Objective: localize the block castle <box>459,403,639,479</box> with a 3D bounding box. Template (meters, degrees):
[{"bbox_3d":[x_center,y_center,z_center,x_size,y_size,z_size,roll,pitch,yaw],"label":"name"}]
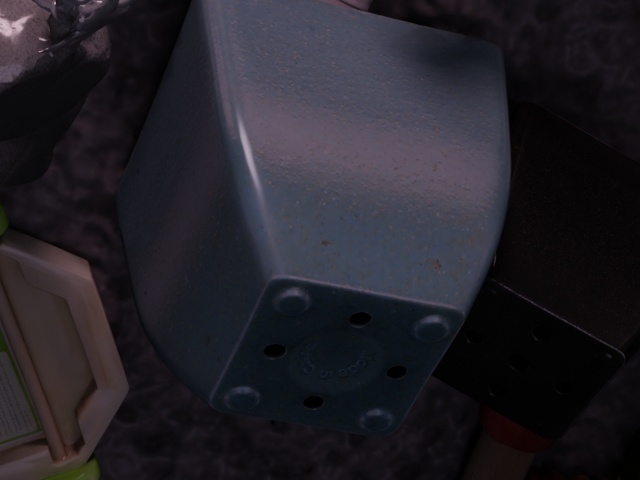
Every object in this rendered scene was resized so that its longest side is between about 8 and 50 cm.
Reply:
[{"bbox_3d":[0.365,0.252,1.537,0.453,0.303,0.212,11,118,-18],"label":"block castle"}]

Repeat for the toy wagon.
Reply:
[{"bbox_3d":[-0.336,0.118,1.433,0.344,0.068,0.267,-17,118,-4],"label":"toy wagon"}]

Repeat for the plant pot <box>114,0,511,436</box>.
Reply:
[{"bbox_3d":[0.000,0.000,1.314,0.247,0.252,0.248,11,133,-19],"label":"plant pot"}]

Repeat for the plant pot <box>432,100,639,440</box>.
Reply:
[{"bbox_3d":[0.179,0.040,1.396,0.187,0.167,0.188,29,136,-1],"label":"plant pot"}]

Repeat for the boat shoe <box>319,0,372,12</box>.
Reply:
[{"bbox_3d":[-0.058,-0.216,1.342,0.226,0.083,0.075,30,90,-33],"label":"boat shoe"}]

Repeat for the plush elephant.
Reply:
[{"bbox_3d":[-0.271,-0.192,1.214,0.272,0.255,0.330,-19,167,-47],"label":"plush elephant"}]
